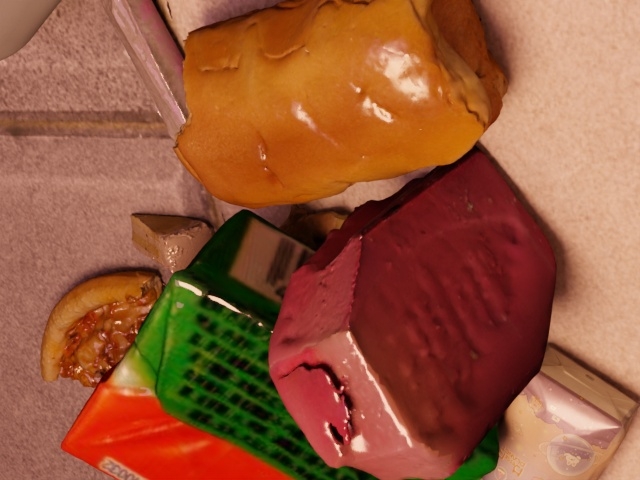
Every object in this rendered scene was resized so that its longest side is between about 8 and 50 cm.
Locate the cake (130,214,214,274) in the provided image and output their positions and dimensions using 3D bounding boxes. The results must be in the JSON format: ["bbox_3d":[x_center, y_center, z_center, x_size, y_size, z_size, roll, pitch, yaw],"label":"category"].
[{"bbox_3d":[-0.183,-0.001,1.578,0.121,0.065,0.052,9,119,39],"label":"cake"}]

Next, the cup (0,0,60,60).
[{"bbox_3d":[-0.319,-0.319,1.378,0.205,0.205,0.312,49,135,-1],"label":"cup"}]

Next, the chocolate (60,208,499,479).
[{"bbox_3d":[-0.041,0.170,1.454,0.360,0.161,0.341,31,134,-10],"label":"chocolate"}]

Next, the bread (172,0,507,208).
[{"bbox_3d":[0.000,-0.137,1.301,0.344,0.149,0.195,-14,108,40],"label":"bread"}]

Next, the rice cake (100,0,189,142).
[{"bbox_3d":[-0.162,-0.179,1.456,0.055,0.049,0.269,-8,114,61],"label":"rice cake"}]

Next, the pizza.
[{"bbox_3d":[-0.266,0.115,1.704,0.271,0.056,0.134,-24,93,42],"label":"pizza"}]

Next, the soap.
[{"bbox_3d":[0.086,0.068,1.252,0.220,0.325,0.127,53,137,-1],"label":"soap"}]

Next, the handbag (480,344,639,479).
[{"bbox_3d":[0.230,0.201,1.397,0.117,0.095,0.173,35,124,20],"label":"handbag"}]

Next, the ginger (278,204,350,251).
[{"bbox_3d":[-0.001,-0.006,1.457,0.137,0.044,0.057,-4,132,38],"label":"ginger"}]
